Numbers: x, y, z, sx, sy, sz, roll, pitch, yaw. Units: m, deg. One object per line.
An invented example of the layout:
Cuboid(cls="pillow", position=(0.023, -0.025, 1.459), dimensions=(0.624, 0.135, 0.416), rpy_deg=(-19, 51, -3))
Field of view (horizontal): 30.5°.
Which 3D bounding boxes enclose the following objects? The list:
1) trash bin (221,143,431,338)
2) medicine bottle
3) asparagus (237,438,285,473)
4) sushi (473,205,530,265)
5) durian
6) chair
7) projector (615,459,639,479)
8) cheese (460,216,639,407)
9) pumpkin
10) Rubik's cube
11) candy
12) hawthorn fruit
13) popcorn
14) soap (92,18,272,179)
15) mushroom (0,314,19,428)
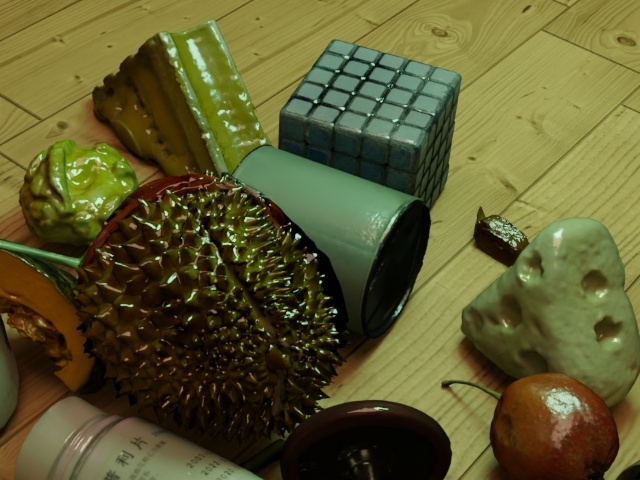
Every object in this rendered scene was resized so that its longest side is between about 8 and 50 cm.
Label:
Cuboid(cls="trash bin", position=(0.000, 0.000, 1.738), dimensions=(0.263, 0.277, 0.217), rpy_deg=(21, 88, 22))
Cuboid(cls="medicine bottle", position=(-0.214, 0.309, 1.426), dimensions=(0.293, 0.170, 0.170), rpy_deg=(24, 46, 20))
Cuboid(cls="asparagus", position=(-0.080, 0.296, 1.561), dimensions=(0.108, 0.021, 0.025), rpy_deg=(-28, 53, -30))
Cuboid(cls="sushi", position=(0.294, -0.005, 1.899), dimensions=(0.120, 0.052, 0.055), rpy_deg=(33, 49, 27))
Cuboid(cls="durian", position=(-0.143, 0.082, 1.505), dimensions=(0.348, 0.347, 0.384), rpy_deg=(-22, 28, -26))
Cuboid(cls="chair", position=(0.063, 0.354, 1.366), dimensions=(0.227, 0.226, 0.401), rpy_deg=(0, 42, -5))
Cuboid(cls="projector", position=(0.472, 0.365, 1.438), dimensions=(0.243, 0.163, 0.177), rpy_deg=(20, 44, 9))
Cuboid(cls="cheese", position=(0.352, 0.111, 1.650), dimensions=(0.174, 0.251, 0.248), rpy_deg=(-14, 55, -41))
Cuboid(cls="pumpkin", position=(-0.373, 0.074, 1.623), dimensions=(0.278, 0.111, 0.163), rpy_deg=(40, 18, -8))
Cuboid(cls="Rubik's cube", position=(0.077, -0.152, 1.903), dimensions=(0.237, 0.236, 0.238), rpy_deg=(19, 45, 14))
Cuboid(cls="candy", position=(-0.443, 0.012, 1.713), dimensions=(0.440, 0.119, 0.119), rpy_deg=(14, 42, -10))
Cuboid(cls="hawthorn fruit", position=(0.273, 0.232, 1.582), dimensions=(0.165, 0.165, 0.285), rpy_deg=(-19, 35, -23))
Cuboid(cls="popcorn", position=(-0.380, -0.064, 1.838), dimensions=(0.198, 0.155, 0.197), rpy_deg=(19, 36, -14))
Cuboid(cls="soap", position=(-0.237, -0.167, 2.037), dimensions=(0.169, 0.304, 0.338), rpy_deg=(-22, 88, -34))
Cuboid(cls="mushroom", position=(-0.505, 0.125, 1.634), dimensions=(0.128, 0.128, 0.350), rpy_deg=(-16, 44, -21))
